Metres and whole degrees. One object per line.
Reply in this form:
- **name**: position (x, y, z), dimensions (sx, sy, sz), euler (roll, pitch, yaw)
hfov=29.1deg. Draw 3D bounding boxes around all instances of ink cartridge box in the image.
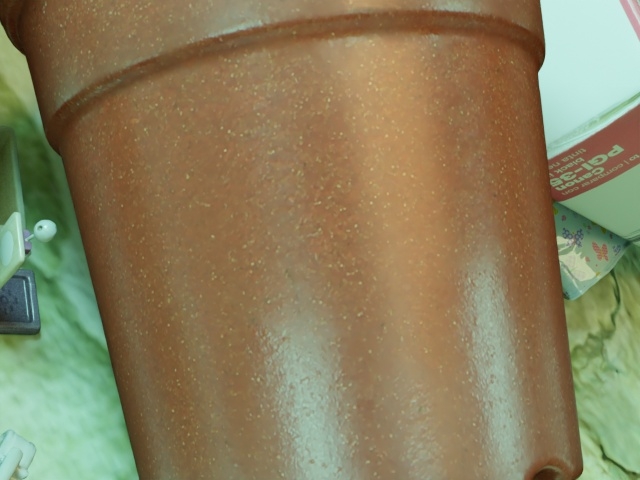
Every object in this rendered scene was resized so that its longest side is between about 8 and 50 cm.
- **ink cartridge box**: position (0.210, -0.113, 0.854), dimensions (0.283, 0.117, 0.207), euler (22, 43, -49)

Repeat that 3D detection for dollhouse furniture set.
- **dollhouse furniture set**: position (-0.171, -0.023, 0.600), dimensions (0.091, 0.081, 0.114), euler (6, 59, -34)

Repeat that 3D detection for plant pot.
- **plant pot**: position (0.000, 0.000, 0.592), dimensions (0.272, 0.272, 0.265), euler (-2, 77, -38)

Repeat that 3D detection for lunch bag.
- **lunch bag**: position (0.170, -0.001, 0.863), dimensions (0.071, 0.053, 0.083), euler (52, 35, 0)

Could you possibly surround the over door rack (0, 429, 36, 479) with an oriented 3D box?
- **over door rack**: position (-0.255, 0.121, 0.407), dimensions (0.239, 0.108, 0.324), euler (37, 26, -13)
